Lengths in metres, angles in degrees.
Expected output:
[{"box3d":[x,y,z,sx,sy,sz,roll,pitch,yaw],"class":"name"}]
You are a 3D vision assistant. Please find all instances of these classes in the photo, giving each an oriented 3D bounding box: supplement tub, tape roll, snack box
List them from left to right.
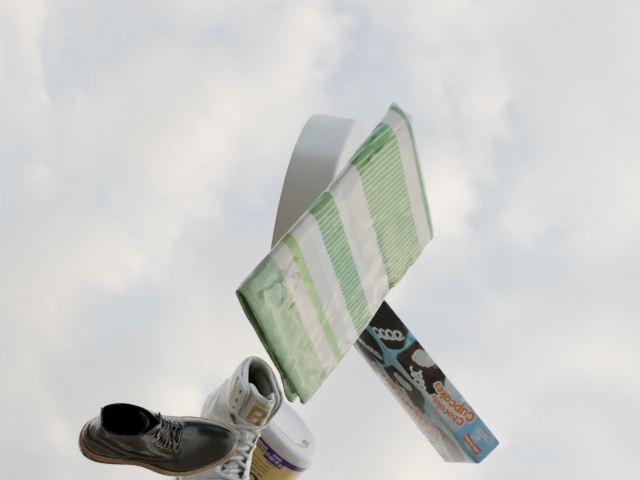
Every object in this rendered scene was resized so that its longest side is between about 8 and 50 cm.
[{"box3d":[-0.196,0.564,1.869,0.331,0.241,0.241,-46,-103,7],"class":"supplement tub"},{"box3d":[0.000,0.000,1.159,0.071,0.392,0.392,9,-61,9],"class":"tape roll"},{"box3d":[0.170,0.257,1.344,0.322,0.060,0.187,51,-16,8],"class":"snack box"}]

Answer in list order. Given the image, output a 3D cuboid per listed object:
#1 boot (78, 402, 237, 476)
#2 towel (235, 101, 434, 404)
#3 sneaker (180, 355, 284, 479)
[{"box3d":[-0.182,0.237,0.898,0.137,0.197,0.077,132,-44,-55],"class":"boot"},{"box3d":[0.034,0.018,0.907,0.038,0.325,0.248,22,-32,32],"class":"towel"},{"box3d":[-0.138,0.320,1.197,0.108,0.293,0.169,24,-54,-22],"class":"sneaker"}]
